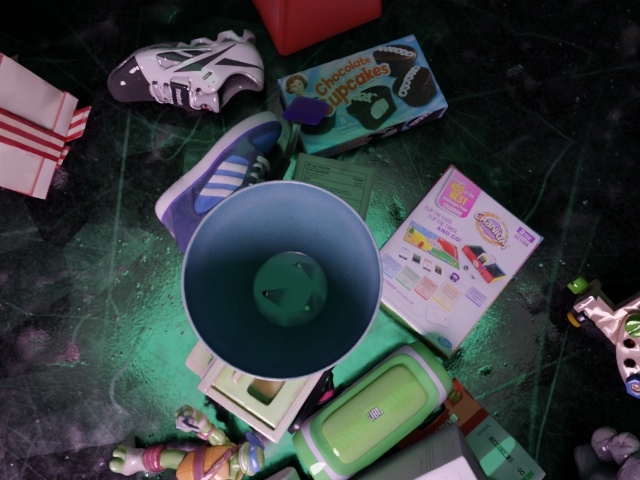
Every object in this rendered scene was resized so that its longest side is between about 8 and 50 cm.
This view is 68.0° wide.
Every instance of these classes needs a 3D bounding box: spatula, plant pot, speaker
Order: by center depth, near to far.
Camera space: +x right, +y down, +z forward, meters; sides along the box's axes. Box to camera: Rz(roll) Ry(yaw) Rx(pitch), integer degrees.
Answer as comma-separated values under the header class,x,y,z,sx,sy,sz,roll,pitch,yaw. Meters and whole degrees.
class,x,y,z,sx,sy,sz,roll,pitch,yaw
plant pot,-0.054,0.070,0.774,0.290,0.195,0.290,0,79,1
speaker,0.098,0.318,0.877,0.296,0.131,0.131,-36,82,-8
spatula,-0.061,-0.179,0.919,0.084,0.030,0.296,15,64,14
plant pot,-0.026,-0.614,1.007,0.267,0.236,0.267,-25,80,-6

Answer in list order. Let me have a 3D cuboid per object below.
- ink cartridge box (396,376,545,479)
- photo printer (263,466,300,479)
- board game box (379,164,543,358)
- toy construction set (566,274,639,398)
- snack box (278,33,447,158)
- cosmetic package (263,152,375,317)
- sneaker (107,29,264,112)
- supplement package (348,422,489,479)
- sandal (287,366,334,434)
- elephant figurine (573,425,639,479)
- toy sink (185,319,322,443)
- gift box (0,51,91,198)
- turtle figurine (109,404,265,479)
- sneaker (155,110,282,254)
class,x,y,z,sx,sy,sz,roll,pitch,yaw
ink cartridge box,0.272,0.404,0.890,0.181,0.056,0.224,-42,85,-1
photo printer,-0.091,0.600,0.822,0.256,0.107,0.307,-27,81,-7
board game box,0.257,0.040,0.968,0.242,0.064,0.316,41,80,6
toy construction set,0.632,0.112,0.905,0.309,0.257,0.237,-31,67,-28
snack box,0.089,-0.310,1.037,0.322,0.060,0.187,-21,79,-5
cosmetic package,0.000,0.000,0.945,0.160,0.113,0.309,13,78,1
sneaker,-0.276,-0.332,0.999,0.331,0.122,0.146,-18,78,-5
supplement package,0.147,0.469,0.789,0.293,0.175,0.177,-30,81,8
sandal,-0.003,0.292,0.878,0.040,0.067,0.179,35,40,4
elephant figurine,0.598,0.463,0.857,0.239,0.169,0.186,35,109,-10
toy sink,-0.131,0.235,0.883,0.234,0.131,0.153,34,79,5
gift box,-0.628,-0.242,0.900,0.255,0.258,0.276,22,86,3
turtle figurine,-0.246,0.394,0.790,0.266,0.275,0.197,-19,96,14
sneaker,-0.141,-0.074,0.943,0.323,0.130,0.236,-43,80,-7
